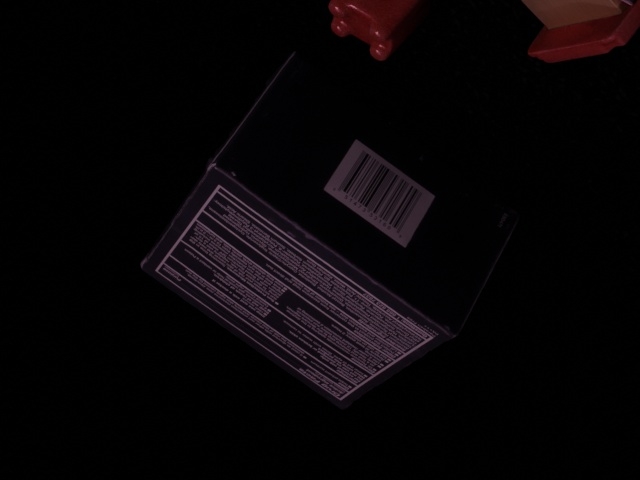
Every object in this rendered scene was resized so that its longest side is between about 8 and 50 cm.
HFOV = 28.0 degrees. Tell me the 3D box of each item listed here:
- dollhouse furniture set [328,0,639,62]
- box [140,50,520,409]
[{"bbox_3d":[0.102,-0.252,0.998,0.201,0.152,0.374,42,166,-20],"label":"dollhouse furniture set"},{"bbox_3d":[0.000,0.000,1.390,0.296,0.182,0.294,36,149,-6],"label":"box"}]
